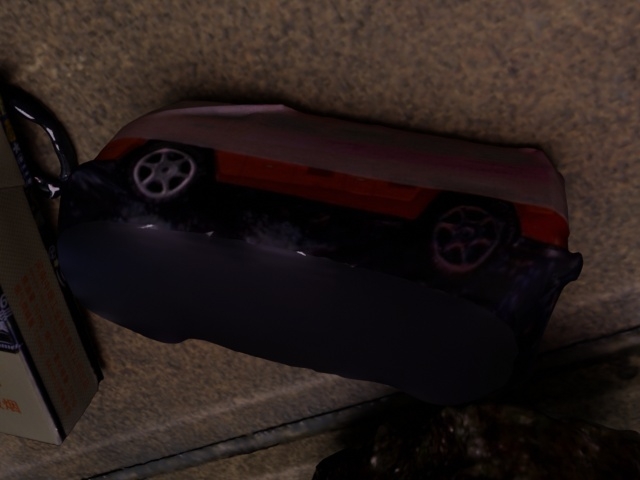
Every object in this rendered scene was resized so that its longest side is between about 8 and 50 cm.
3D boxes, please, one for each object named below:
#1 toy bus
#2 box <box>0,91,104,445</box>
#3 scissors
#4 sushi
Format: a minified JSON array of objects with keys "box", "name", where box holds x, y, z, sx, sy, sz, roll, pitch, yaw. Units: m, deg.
[{"box":[0.000,0.000,0.533,0.302,0.147,0.127,11,131,10],"name":"toy bus"},{"box":[-0.310,0.020,0.669,0.198,0.084,0.310,7,130,16],"name":"box"},{"box":[-0.288,-0.142,0.596,0.109,0.022,0.300,-19,120,29],"name":"scissors"},{"box":[0.115,0.223,0.593,0.196,0.182,0.343,13,155,-22],"name":"sushi"}]
